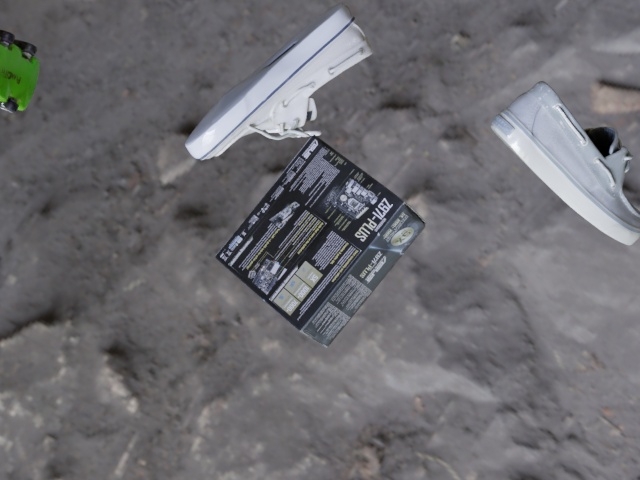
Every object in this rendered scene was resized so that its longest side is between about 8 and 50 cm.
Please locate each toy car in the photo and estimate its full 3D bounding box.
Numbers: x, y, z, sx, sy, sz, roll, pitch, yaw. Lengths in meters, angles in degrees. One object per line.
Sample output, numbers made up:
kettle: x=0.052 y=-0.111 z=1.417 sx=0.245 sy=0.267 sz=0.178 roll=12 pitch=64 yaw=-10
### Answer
toy car: x=-0.292 y=-0.150 z=0.954 sx=0.053 sy=0.225 sz=0.239 roll=16 pitch=87 yaw=12

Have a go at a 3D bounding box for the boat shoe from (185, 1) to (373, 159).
boat shoe: x=-0.053 y=-0.230 z=2.046 sx=0.367 sy=0.156 sz=0.136 roll=-43 pitch=17 yaw=-13

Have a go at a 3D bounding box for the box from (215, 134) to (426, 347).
box: x=0.000 y=0.000 z=1.333 sx=0.147 sy=0.077 sz=0.180 roll=38 pitch=89 yaw=30

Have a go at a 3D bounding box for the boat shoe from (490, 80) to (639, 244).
boat shoe: x=0.258 y=-0.073 z=1.155 sx=0.081 sy=0.227 sz=0.079 roll=-47 pitch=38 yaw=12
